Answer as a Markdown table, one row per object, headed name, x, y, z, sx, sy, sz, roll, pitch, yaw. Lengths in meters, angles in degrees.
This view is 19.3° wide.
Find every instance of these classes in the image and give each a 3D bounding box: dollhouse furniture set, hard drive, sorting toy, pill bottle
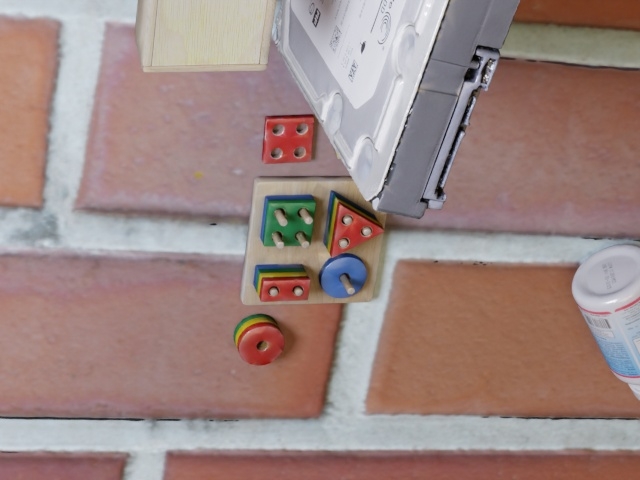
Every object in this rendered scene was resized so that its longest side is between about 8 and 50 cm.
| name | x | y | z | sx | sy | sz | roll | pitch | yaw |
| --- | --- | --- | --- | --- | --- | --- | --- | --- | --- |
| dollhouse furniture set | -0.102 | -0.267 | 1.462 | 0.212 | 0.242 | 0.161 | -3 | 132 | -15 |
| hard drive | 0.054 | -0.196 | 1.498 | 0.064 | 0.339 | 0.237 | 9 | 117 | -22 |
| sorting toy | 0.000 | 0.000 | 1.767 | 0.132 | 0.046 | 0.275 | -1 | 118 | -17 |
| pill bottle | 0.318 | 0.088 | 1.891 | 0.087 | 0.087 | 0.160 | -30 | 124 | 1 |
